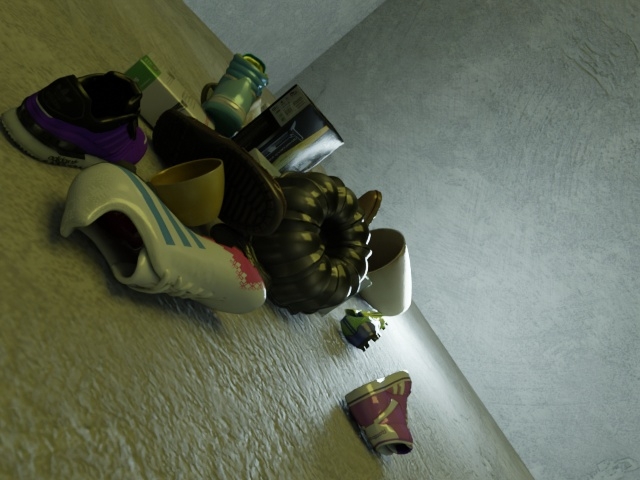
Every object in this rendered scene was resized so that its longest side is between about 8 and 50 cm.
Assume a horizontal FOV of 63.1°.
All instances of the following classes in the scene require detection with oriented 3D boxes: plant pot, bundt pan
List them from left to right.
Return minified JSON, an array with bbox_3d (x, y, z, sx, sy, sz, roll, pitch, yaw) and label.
[{"bbox_3d":[-0.230,-0.082,0.947,0.134,0.134,0.095,-103,-179,-65],"label":"plant pot"},{"bbox_3d":[0.000,0.000,1.143,0.331,0.124,0.330,10,77,-50],"label":"bundt pan"},{"bbox_3d":[0.227,0.139,1.896,0.256,0.257,0.274,-108,172,-60],"label":"plant pot"}]

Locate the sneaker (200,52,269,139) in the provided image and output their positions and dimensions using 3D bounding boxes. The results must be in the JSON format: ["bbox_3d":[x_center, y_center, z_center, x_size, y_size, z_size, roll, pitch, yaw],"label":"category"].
[{"bbox_3d":[-0.233,-0.389,1.407,0.127,0.208,0.319,32,-10,-24],"label":"sneaker"}]

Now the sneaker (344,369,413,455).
[{"bbox_3d":[0.155,0.383,1.142,0.282,0.102,0.161,7,50,-61],"label":"sneaker"}]

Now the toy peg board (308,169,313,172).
[{"bbox_3d":[-0.120,-0.221,1.758,0.161,0.161,0.079,57,-4,20],"label":"toy peg board"}]

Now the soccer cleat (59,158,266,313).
[{"bbox_3d":[-0.208,0.037,0.717,0.331,0.116,0.143,43,30,-32],"label":"soccer cleat"}]

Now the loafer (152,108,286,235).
[{"bbox_3d":[-0.186,-0.148,1.058,0.366,0.133,0.130,44,22,23],"label":"loafer"}]

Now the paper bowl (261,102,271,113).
[{"bbox_3d":[-0.173,-0.385,2.045,0.284,0.148,0.284,50,12,-14],"label":"paper bowl"}]

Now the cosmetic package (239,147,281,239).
[{"bbox_3d":[-0.122,-0.070,1.288,0.224,0.138,0.224,44,15,-38],"label":"cosmetic package"}]

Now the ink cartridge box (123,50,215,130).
[{"bbox_3d":[-0.352,-0.312,1.202,0.219,0.093,0.160,49,10,-25],"label":"ink cartridge box"}]

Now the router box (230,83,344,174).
[{"bbox_3d":[-0.114,-0.247,1.420,0.081,0.309,0.243,58,11,24],"label":"router box"}]

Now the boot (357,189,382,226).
[{"bbox_3d":[0.011,-0.097,1.484,0.270,0.236,0.089,28,15,-22],"label":"boot"}]

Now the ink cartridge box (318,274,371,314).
[{"bbox_3d":[0.011,0.062,1.372,0.212,0.154,0.093,58,10,29],"label":"ink cartridge box"}]

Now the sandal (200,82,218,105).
[{"bbox_3d":[-0.330,-0.438,1.727,0.086,0.120,0.303,22,3,11],"label":"sandal"}]

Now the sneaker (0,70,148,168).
[{"bbox_3d":[-0.318,-0.184,0.794,0.102,0.146,0.293,53,11,0],"label":"sneaker"}]

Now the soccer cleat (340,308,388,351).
[{"bbox_3d":[0.120,0.229,1.481,0.121,0.093,0.289,47,10,7],"label":"soccer cleat"}]

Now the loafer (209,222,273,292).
[{"bbox_3d":[-0.155,0.040,1.006,0.170,0.062,0.061,50,16,-9],"label":"loafer"}]

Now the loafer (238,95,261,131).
[{"bbox_3d":[-0.256,-0.381,1.657,0.268,0.102,0.092,-54,140,-49],"label":"loafer"}]
